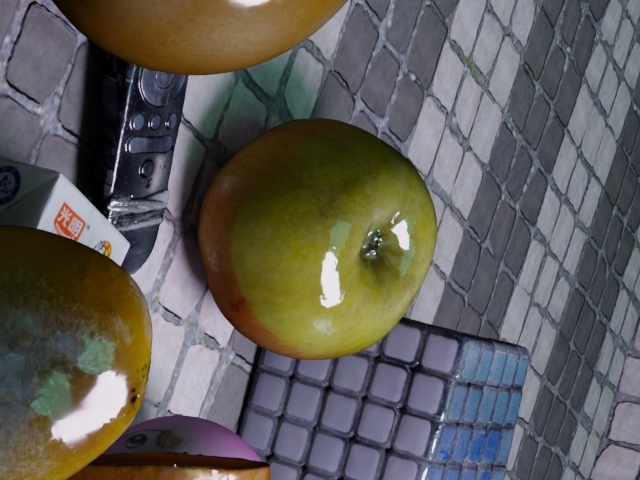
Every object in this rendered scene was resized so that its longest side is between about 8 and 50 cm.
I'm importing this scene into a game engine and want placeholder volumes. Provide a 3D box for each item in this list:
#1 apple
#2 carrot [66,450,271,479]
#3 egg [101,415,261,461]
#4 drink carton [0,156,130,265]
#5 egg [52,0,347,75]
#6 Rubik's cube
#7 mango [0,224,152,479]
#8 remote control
[{"bbox_3d":[0.000,0.000,1.615,0.261,0.194,0.261,-15,111,-45],"label":"apple"},{"bbox_3d":[-0.141,0.292,1.264,0.214,0.193,0.331,-137,-132,-71],"label":"carrot"},{"bbox_3d":[-0.151,0.283,1.467,0.196,0.196,0.271,67,37,-49],"label":"egg"},{"bbox_3d":[-0.268,0.099,1.258,0.315,0.106,0.130,-67,153,-19],"label":"drink carton"},{"bbox_3d":[-0.080,-0.285,1.254,0.351,0.282,0.282,-59,148,-33],"label":"egg"},{"bbox_3d":[0.069,0.199,1.805,0.237,0.238,0.237,17,87,-62],"label":"Rubik's cube"},{"bbox_3d":[-0.266,0.097,1.101,0.146,0.316,0.193,154,-81,-78],"label":"mango"},{"bbox_3d":[-0.165,-0.101,1.429,0.090,0.066,0.266,-3,109,-48],"label":"remote control"}]
